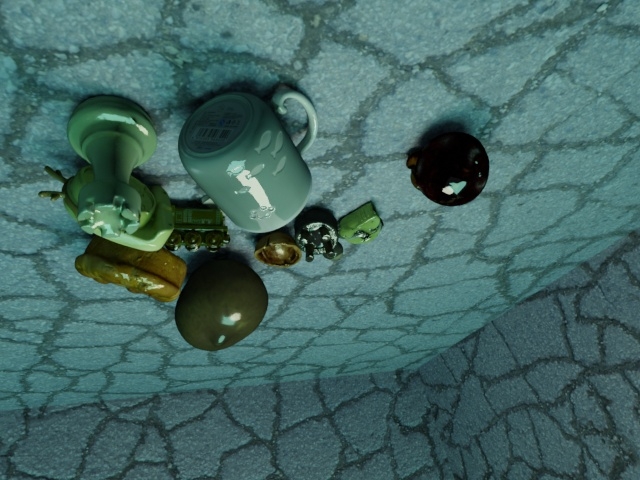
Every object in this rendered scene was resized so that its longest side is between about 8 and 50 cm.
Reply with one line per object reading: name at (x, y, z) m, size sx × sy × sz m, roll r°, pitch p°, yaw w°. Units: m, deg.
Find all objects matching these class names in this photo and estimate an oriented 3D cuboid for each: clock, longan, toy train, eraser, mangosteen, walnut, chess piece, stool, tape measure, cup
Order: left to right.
clock at (-0.537, -0.102, 1.100) m, size 0.308 × 0.235 × 0.096 m, roll 23°, pitch 116°, yaw -39°
chess piece at (-0.467, -0.157, 0.965) m, size 0.195 × 0.298 × 0.194 m, roll -11°, pitch 148°, yaw -7°
toy train at (-0.391, -0.038, 1.316) m, size 0.226 × 0.137 × 0.090 m, roll 1°, pitch 167°, yaw -17°
longan at (-0.368, 0.239, 1.600) m, size 0.362 × 0.360 × 0.360 m, roll -10°, pitch 148°, yaw -7°
eraser at (-0.278, -0.136, 1.335) m, size 0.151 × 0.023 × 0.104 m, roll -28°, pitch 145°, yaw 22°
cup at (-0.151, -0.230, 1.065) m, size 0.356 × 0.259 × 0.274 m, roll -47°, pitch 146°, yaw -7°
walnut at (-0.156, 0.024, 1.573) m, size 0.167 × 0.086 × 0.211 m, roll -12°, pitch 153°, yaw 6°
stool at (0.007, -0.005, 1.505) m, size 0.228 × 0.139 × 0.153 m, roll 26°, pitch 123°, yaw -23°
tape measure at (0.150, -0.049, 1.583) m, size 0.178 × 0.087 × 0.154 m, roll -27°, pitch 146°, yaw 23°
mangosteen at (0.381, -0.216, 1.321) m, size 0.228 × 0.227 × 0.266 m, roll 11°, pitch 178°, yaw -35°

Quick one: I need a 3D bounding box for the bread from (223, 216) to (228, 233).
bread at (-0.349, -0.033, 1.417) m, size 0.070 × 0.076 × 0.083 m, roll 0°, pitch 147°, yaw -28°

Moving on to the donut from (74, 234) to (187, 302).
donut at (-0.582, 0.087, 1.344) m, size 0.318 × 0.150 × 0.299 m, roll 21°, pitch 160°, yaw -11°
